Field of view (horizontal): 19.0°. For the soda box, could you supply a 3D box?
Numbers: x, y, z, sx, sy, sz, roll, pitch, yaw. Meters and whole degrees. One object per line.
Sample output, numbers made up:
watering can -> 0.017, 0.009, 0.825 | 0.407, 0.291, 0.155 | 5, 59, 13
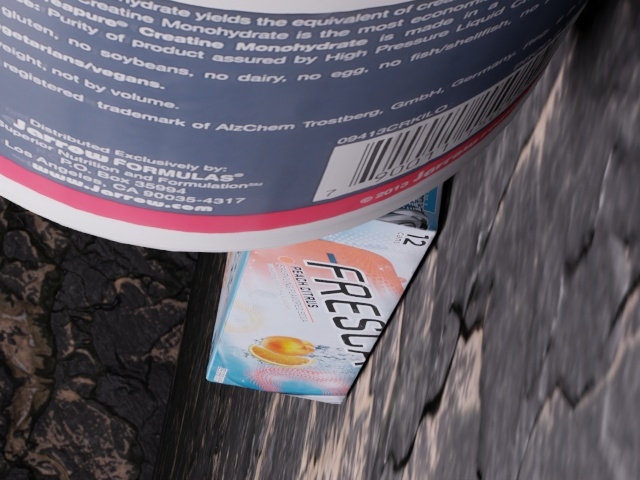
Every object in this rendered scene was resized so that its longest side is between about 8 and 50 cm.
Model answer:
soda box -> 0.000, 0.000, 0.696 | 0.183, 0.058, 0.063 | 111, 169, -65

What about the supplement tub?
supplement tub -> -0.011, -0.124, 0.363 | 0.272, 0.191, 0.191 | 115, 166, -68
